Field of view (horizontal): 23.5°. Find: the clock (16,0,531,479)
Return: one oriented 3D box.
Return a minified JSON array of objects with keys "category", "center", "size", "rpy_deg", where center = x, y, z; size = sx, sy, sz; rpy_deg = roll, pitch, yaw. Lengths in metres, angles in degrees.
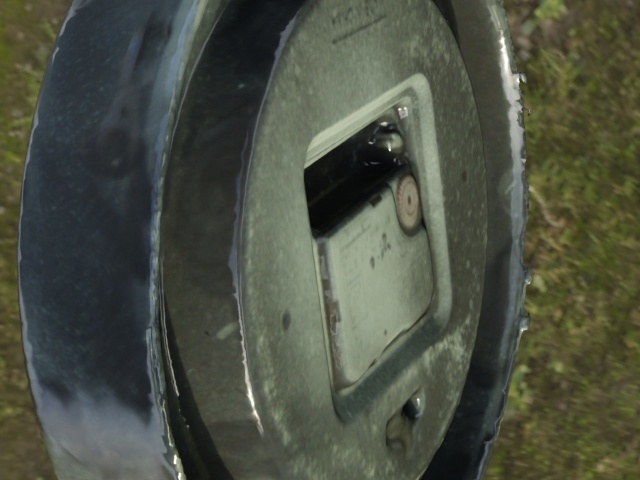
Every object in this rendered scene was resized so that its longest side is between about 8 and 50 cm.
[{"category":"clock","center":[0.000,0.000,0.746],"size":[0.076,0.386,0.386],"rpy_deg":[3,81,29]}]
